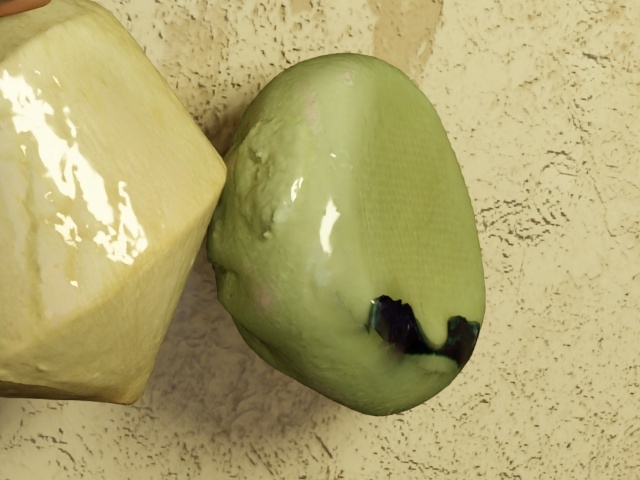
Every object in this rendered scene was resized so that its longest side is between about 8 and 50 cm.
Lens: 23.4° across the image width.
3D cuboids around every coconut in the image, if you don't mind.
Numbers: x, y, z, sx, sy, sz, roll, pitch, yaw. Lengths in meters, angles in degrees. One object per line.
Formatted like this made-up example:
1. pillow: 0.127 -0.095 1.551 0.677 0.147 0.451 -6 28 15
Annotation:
1. coconut: -0.212 -0.018 1.101 0.329 0.329 0.328 -4 105 -17

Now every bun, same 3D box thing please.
1. bun: 0.000 0.000 1.221 0.187 0.293 0.293 -13 112 25

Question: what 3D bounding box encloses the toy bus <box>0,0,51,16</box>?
1. toy bus: -0.212 -0.244 0.985 0.288 0.232 0.194 -29 148 -41
